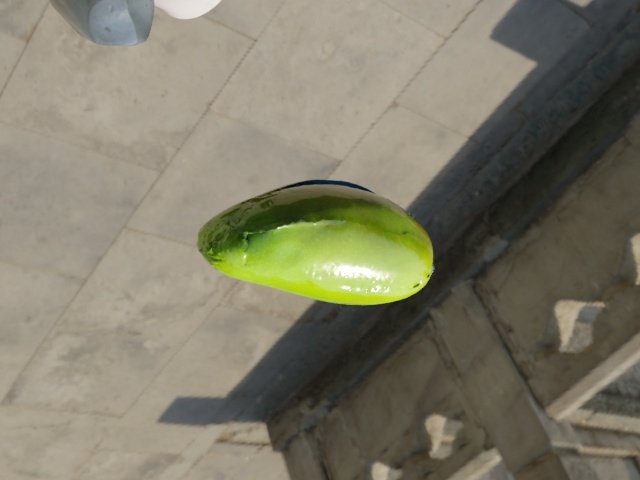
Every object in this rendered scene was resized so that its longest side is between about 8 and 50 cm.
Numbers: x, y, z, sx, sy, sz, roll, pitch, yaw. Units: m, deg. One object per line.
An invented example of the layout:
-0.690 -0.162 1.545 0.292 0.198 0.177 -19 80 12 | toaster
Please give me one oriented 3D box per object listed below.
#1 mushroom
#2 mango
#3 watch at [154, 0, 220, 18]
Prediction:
-0.251 -0.289 0.826 0.097 0.212 0.088 -30 165 -6 | mushroom
0.000 0.000 0.727 0.233 0.125 0.111 5 100 -24 | mango
-0.257 -0.492 1.286 0.211 0.248 0.217 16 88 -60 | watch
